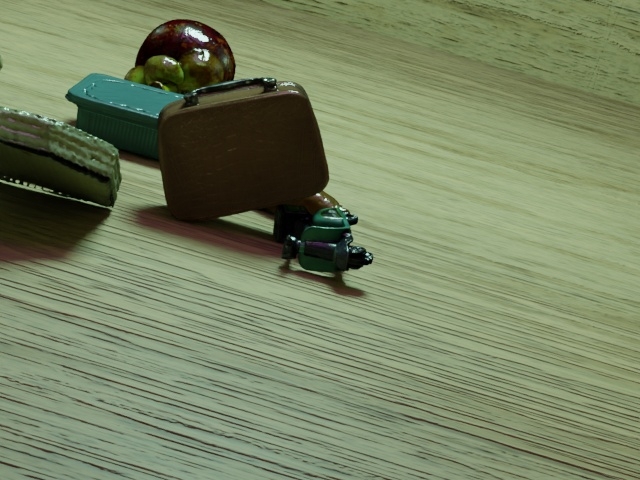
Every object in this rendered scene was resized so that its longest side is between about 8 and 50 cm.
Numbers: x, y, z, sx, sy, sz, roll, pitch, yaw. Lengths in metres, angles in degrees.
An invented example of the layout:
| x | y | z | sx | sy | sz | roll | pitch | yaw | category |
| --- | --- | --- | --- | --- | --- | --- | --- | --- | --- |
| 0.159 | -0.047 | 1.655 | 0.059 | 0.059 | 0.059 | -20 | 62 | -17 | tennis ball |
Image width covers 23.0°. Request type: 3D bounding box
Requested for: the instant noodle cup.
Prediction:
| x | y | z | sx | sy | sz | roll | pitch | yaw | category |
| --- | --- | --- | --- | --- | --- | --- | --- | --- | --- |
| -0.246 | -0.161 | 2.095 | 0.179 | 0.070 | 0.157 | 16 | 16 | 2 | instant noodle cup |

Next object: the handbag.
| x | y | z | sx | sy | sz | roll | pitch | yaw | category |
| --- | --- | --- | --- | --- | --- | --- | --- | --- | --- |
| -0.095 | -0.109 | 1.821 | 0.193 | 0.151 | 0.072 | -13 | 18 | 0 | handbag |

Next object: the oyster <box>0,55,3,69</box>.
| x | y | z | sx | sy | sz | roll | pitch | yaw | category |
| --- | --- | --- | --- | --- | --- | --- | --- | --- | --- |
| -0.573 | -0.238 | 1.969 | 0.351 | 0.114 | 0.238 | 7 | 17 | -26 | oyster |

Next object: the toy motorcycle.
| x | y | z | sx | sy | sz | roll | pitch | yaw | category |
| --- | --- | --- | --- | --- | --- | --- | --- | --- | --- |
| 0.000 | 0.000 | 1.780 | 0.100 | 0.058 | 0.173 | 5 | 15 | -10 | toy motorcycle |

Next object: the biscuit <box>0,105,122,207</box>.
| x | y | z | sx | sy | sz | roll | pitch | yaw | category |
| --- | --- | --- | --- | --- | --- | --- | --- | --- | --- |
| -0.287 | -0.090 | 1.661 | 0.150 | 0.052 | 0.252 | 14 | -8 | -3 | biscuit |

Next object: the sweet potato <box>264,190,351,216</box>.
| x | y | z | sx | sy | sz | roll | pitch | yaw | category |
| --- | --- | --- | --- | --- | --- | --- | --- | --- | --- |
| -0.048 | -0.056 | 1.943 | 0.195 | 0.056 | 0.056 | 16 | 14 | 22 | sweet potato |

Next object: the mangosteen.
| x | y | z | sx | sy | sz | roll | pitch | yaw | category |
| --- | --- | --- | --- | --- | --- | --- | --- | --- | --- |
| -0.200 | -0.233 | 2.307 | 0.146 | 0.156 | 0.181 | 35 | 34 | -31 | mangosteen |
